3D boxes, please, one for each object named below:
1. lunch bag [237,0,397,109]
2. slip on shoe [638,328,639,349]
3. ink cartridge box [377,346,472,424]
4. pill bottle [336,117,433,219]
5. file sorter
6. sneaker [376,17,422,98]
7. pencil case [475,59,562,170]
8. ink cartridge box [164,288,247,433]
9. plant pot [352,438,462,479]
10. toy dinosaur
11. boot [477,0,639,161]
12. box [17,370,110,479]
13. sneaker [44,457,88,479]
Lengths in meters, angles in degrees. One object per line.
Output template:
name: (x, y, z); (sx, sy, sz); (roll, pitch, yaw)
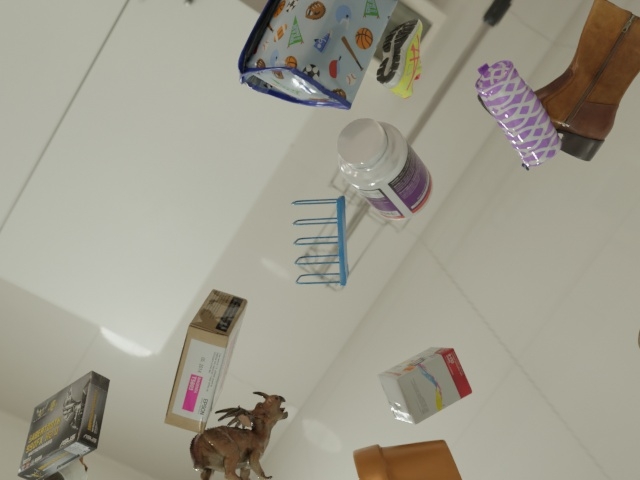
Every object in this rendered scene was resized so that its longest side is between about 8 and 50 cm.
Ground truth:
lunch bag: (-0.042, -0.527, 1.973); (0.239, 0.328, 0.385); (28, 176, -33)
slip on shoe: (0.564, 0.126, 1.293); (0.041, 0.135, 0.051); (39, 165, -30)
ink cartridge box: (0.259, 0.362, 1.942); (0.127, 0.176, 0.128); (66, 160, -3)
pill bottle: (0.162, -0.185, 1.980); (0.181, 0.181, 0.323); (41, -179, 32)
file sorter: (0.000, 0.000, 1.558); (0.104, 0.170, 0.118); (-3, -174, 6)
sneaker: (0.188, -0.399, 1.706); (0.081, 0.208, 0.094); (-8, 142, 46)
pencil case: (0.362, -0.230, 1.409); (0.206, 0.086, 0.088); (51, -165, -26)
ink cartridge box: (-0.234, 0.246, 1.595); (0.088, 0.235, 0.193); (17, -160, 0)
plant pot: (0.214, 0.562, 1.683); (0.291, 0.203, 0.291); (-22, -90, -88)
toy dinosaur: (-0.194, 0.427, 1.622); (0.295, 0.127, 0.200); (7, -126, -50)
boot: (0.467, -0.326, 1.469); (0.264, 0.280, 0.096); (30, -153, 17)
box: (-0.587, 0.427, 1.770); (0.056, 0.231, 0.183); (37, -146, -35)
sneaker: (-0.626, 0.627, 1.930); (0.106, 0.290, 0.123); (24, -146, 8)
